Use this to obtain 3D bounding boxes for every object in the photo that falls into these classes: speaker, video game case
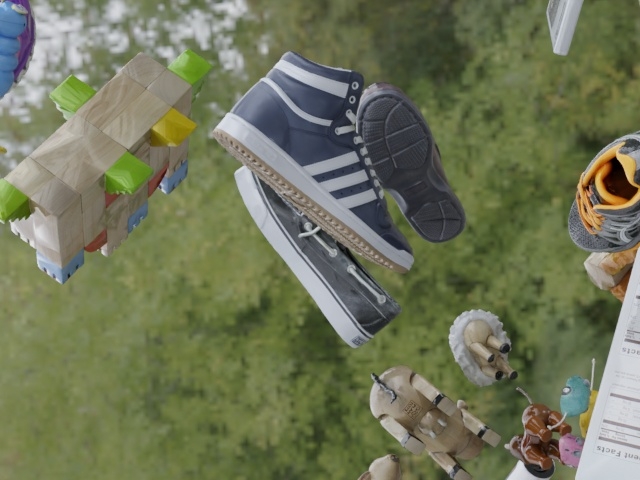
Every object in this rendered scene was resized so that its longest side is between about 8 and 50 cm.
[{"bbox_3d":[0.315,0.381,2.150,0.136,0.055,0.055,114,164,-47],"label":"speaker"},{"bbox_3d":[0.341,-0.364,1.844,0.173,0.022,0.190,-80,2,-62],"label":"video game case"}]

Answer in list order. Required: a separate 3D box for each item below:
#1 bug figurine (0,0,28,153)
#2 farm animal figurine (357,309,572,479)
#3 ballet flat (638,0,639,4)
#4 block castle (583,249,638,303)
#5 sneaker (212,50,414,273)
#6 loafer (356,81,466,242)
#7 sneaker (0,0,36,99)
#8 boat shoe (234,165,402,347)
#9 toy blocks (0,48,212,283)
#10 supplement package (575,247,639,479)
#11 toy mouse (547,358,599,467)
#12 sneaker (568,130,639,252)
[{"bbox_3d":[-0.315,-0.103,1.128,0.279,0.072,0.216,-41,-34,-72],"label":"bug figurine"},{"bbox_3d":[0.163,0.290,1.927,0.326,0.330,0.172,57,170,-30],"label":"farm animal figurine"},{"bbox_3d":[0.455,-0.277,1.612,0.348,0.123,0.123,-108,13,-76],"label":"ballet flat"},{"bbox_3d":[0.595,0.071,1.770,0.213,0.453,0.303,-47,-2,-19],"label":"block castle"},{"bbox_3d":[0.030,-0.093,1.560,0.153,0.282,0.099,-54,20,-9],"label":"sneaker"},{"bbox_3d":[0.126,-0.123,2.033,0.095,0.109,0.302,-99,-17,-49],"label":"loafer"},{"bbox_3d":[-0.370,-0.182,1.441,0.104,0.095,0.236,116,178,-68],"label":"sneaker"},{"bbox_3d":[-0.001,0.000,1.930,0.306,0.105,0.113,55,-169,17],"label":"boat shoe"},{"bbox_3d":[-0.317,-0.086,2.013,0.381,0.191,0.261,-48,-14,-28],"label":"toy blocks"},{"bbox_3d":[0.399,0.166,1.415,0.199,0.198,0.262,52,-126,-63],"label":"supplement package"},{"bbox_3d":[0.326,0.230,1.738,0.143,0.031,0.161,8,-93,-59],"label":"toy mouse"},{"bbox_3d":[0.258,-0.044,1.195,0.215,0.083,0.084,120,132,-63],"label":"sneaker"}]
